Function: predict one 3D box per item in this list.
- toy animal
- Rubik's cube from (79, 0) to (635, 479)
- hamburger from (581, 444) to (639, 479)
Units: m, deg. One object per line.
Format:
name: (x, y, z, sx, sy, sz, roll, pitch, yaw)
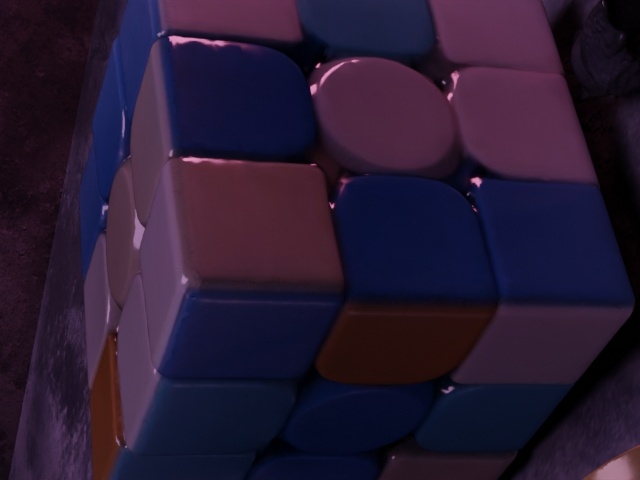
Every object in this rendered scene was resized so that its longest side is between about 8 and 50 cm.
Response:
toy animal: (0.220, -0.143, 1.081, 0.210, 0.117, 0.121, -27, 65, 61)
Rubik's cube: (0.000, 0.000, 1.226, 0.344, 0.346, 0.347, 114, 151, -49)
hamburger: (0.231, 0.199, 0.904, 0.175, 0.175, 0.137, -56, 47, 47)
